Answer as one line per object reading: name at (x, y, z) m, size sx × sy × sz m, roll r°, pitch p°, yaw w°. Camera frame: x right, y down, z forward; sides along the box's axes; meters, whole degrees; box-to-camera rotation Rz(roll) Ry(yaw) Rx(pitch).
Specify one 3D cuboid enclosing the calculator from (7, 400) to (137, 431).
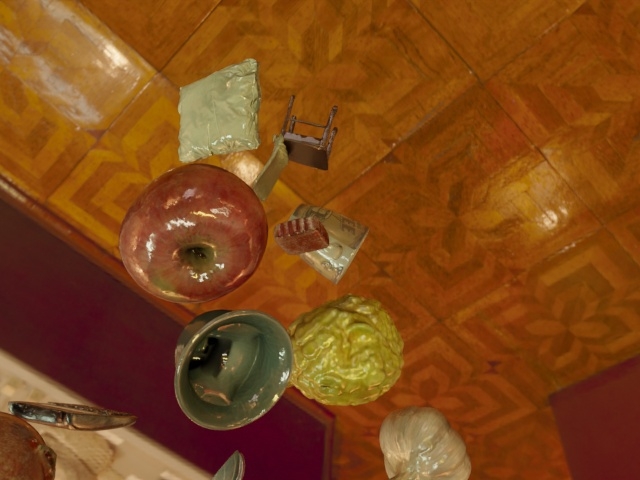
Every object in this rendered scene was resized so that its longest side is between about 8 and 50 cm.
calculator at (-0.477, 0.343, 1.185) m, size 0.177 × 0.040 × 0.268 m, roll 6°, pitch 168°, yaw 14°

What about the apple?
apple at (-0.288, -0.020, 1.380) m, size 0.345 × 0.269 × 0.344 m, roll -4°, pitch 121°, yaw -8°

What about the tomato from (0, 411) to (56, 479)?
tomato at (-0.473, 0.379, 0.772) m, size 0.283 × 0.316 × 0.316 m, roll 3°, pitch 129°, yaw -23°

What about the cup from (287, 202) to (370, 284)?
cup at (0.000, 0.000, 2.016) m, size 0.257 × 0.301 × 0.227 m, roll 28°, pitch 97°, yaw 4°

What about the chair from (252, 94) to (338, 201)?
chair at (-0.068, -0.263, 1.833) m, size 0.186 × 0.318 × 0.160 m, roll 16°, pitch 162°, yaw 7°

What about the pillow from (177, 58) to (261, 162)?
pillow at (-0.312, -0.380, 1.821) m, size 0.310 × 0.283 × 0.138 m, roll -11°, pitch 165°, yaw 26°

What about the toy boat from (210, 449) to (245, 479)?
toy boat at (-0.215, 0.526, 1.346) m, size 0.034 × 0.122 × 0.096 m, roll 7°, pitch 84°, yaw 26°

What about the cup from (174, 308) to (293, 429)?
cup at (-0.165, 0.186, 0.986) m, size 0.199 × 0.150 × 0.198 m, roll -9°, pitch 108°, yaw -30°

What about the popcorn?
popcorn at (0.028, 0.220, 1.169) m, size 0.252 × 0.237 × 0.205 m, roll -21°, pitch 94°, yaw 29°

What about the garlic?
garlic at (0.200, 0.486, 1.295) m, size 0.219 × 0.212 × 0.218 m, roll 24°, pitch 130°, yaw 32°

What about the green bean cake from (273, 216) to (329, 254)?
green bean cake at (-0.053, -0.014, 1.683) m, size 0.136 × 0.056 × 0.135 m, roll -12°, pitch 155°, yaw 14°
